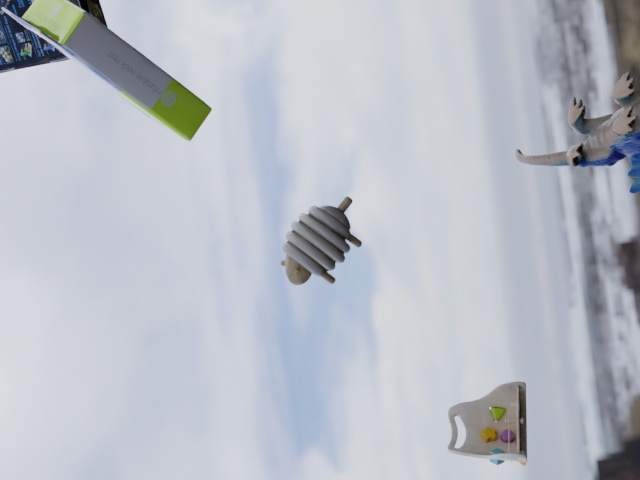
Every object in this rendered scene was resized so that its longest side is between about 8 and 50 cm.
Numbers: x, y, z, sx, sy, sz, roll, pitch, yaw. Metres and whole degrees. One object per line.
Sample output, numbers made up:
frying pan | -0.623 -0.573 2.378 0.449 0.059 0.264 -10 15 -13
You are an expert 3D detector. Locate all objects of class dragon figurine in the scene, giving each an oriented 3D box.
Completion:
dragon figurine | 0.352 -0.110 1.754 0.144 0.289 0.085 19 -122 -30

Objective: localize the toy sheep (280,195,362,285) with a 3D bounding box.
toy sheep | 0.000 0.000 1.998 0.132 0.091 0.091 -56 -16 -5

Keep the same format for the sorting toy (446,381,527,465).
sorting toy | 0.156 0.178 1.478 0.045 0.075 0.083 81 -168 -50

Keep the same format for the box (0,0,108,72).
box | -0.355 -0.309 1.819 0.051 0.175 0.220 -50 -52 -60

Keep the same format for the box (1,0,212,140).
box | -0.191 -0.162 1.412 0.178 0.042 0.109 37 178 -35
